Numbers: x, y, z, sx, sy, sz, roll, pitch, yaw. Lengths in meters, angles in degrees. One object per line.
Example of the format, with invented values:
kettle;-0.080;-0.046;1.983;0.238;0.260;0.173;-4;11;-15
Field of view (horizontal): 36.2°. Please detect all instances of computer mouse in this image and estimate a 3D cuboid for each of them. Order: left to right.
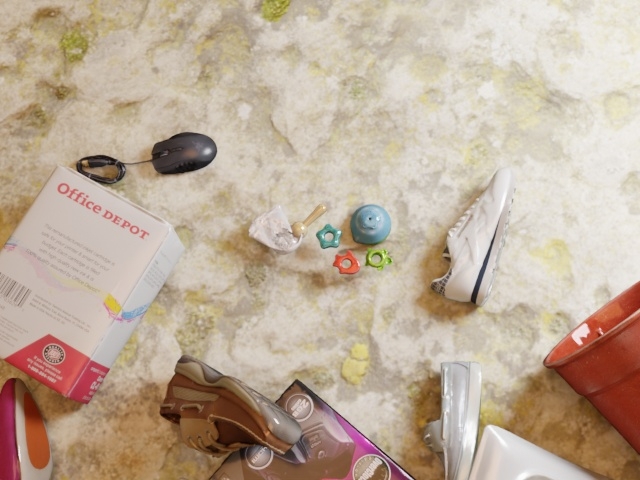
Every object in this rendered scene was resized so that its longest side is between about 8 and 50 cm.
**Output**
computer mouse;-0.294;-0.140;1.650;0.242;0.041;0.071;-10;75;1

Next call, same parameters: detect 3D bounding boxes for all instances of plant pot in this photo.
plant pot;0.510;0.203;1.410;0.272;0.272;0.265;-36;84;-7

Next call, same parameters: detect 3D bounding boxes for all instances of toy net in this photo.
toy net;0.000;0.000;1.595;0.232;0.045;0.122;-2;76;4

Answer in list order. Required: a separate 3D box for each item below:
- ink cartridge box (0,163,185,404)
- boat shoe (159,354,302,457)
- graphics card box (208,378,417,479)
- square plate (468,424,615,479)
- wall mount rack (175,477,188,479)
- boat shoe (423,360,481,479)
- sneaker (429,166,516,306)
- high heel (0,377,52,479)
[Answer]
ink cartridge box;-0.391;0.071;1.550;0.226;0.131;0.306;29;77;11
boat shoe;-0.138;0.261;1.416;0.123;0.324;0.116;38;76;-26
graphics card box;0.030;0.411;1.452;0.371;0.094;0.233;40;80;13
square plate;0.305;0.468;1.339;0.344;0.049;0.347;28;73;-31
wall mount rack;-0.282;0.517;1.399;0.304;0.130;0.350;-30;93;-39
boat shoe;0.197;0.291;1.486;0.081;0.079;0.227;5;65;13
sneaker;0.250;-0.015;1.565;0.095;0.090;0.235;15;74;17
high heel;-0.503;0.402;1.474;0.181;0.127;0.377;-12;70;6
